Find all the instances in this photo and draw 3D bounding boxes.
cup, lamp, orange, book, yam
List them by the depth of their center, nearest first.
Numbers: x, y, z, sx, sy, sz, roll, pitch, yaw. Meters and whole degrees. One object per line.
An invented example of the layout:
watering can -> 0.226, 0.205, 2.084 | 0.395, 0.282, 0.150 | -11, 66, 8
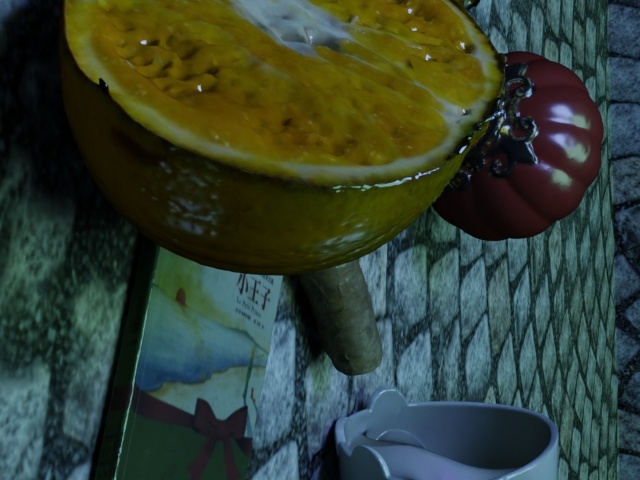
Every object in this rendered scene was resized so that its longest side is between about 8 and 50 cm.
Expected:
orange -> -0.026, -0.101, 0.817 | 0.310, 0.274, 0.274 | -16, 107, -82
book -> -0.092, 0.080, 0.962 | 0.201, 0.026, 0.289 | 41, 54, -59
yam -> 0.000, 0.000, 1.142 | 0.066, 0.066, 0.299 | -66, 150, -44
cup -> 0.124, 0.304, 1.247 | 0.289, 0.219, 0.257 | -60, 148, -74
lamp -> 0.223, -0.107, 1.483 | 0.227, 0.227, 0.227 | 1, 90, -69

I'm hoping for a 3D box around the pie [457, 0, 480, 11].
pie -> 0.144, -0.413, 1.432 | 0.354, 0.103, 0.288 | -57, 143, -47
